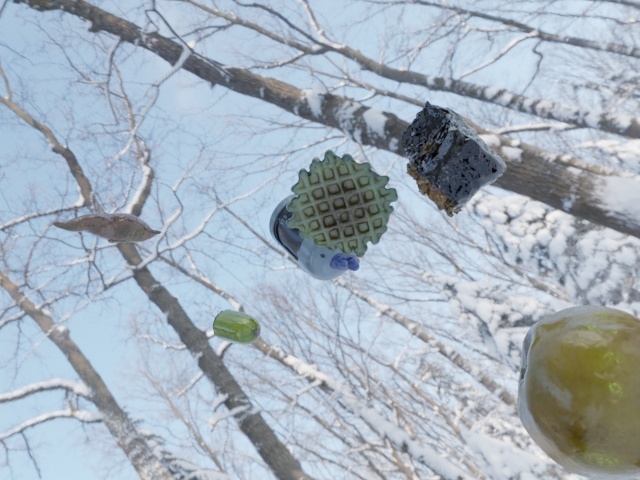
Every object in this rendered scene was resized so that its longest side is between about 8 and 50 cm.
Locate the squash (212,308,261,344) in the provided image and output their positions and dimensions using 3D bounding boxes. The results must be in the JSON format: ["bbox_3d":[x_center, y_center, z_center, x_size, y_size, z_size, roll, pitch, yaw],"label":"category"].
[{"bbox_3d":[-0.283,0.309,1.815,0.123,0.187,0.122,-2,-87,-51],"label":"squash"}]

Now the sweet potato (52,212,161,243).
[{"bbox_3d":[-0.448,-0.028,1.073,0.226,0.068,0.068,6,-68,-47],"label":"sweet potato"}]

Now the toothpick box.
[{"bbox_3d":[0.000,0.000,1.897,0.263,0.355,0.262,-22,-47,-25],"label":"toothpick box"}]

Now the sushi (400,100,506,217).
[{"bbox_3d":[0.315,-0.229,1.348,0.234,0.348,0.207,34,-70,-17],"label":"sushi"}]

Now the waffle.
[{"bbox_3d":[0.062,-0.105,1.504,0.056,0.309,0.291,-71,6,-73],"label":"waffle"}]

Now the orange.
[{"bbox_3d":[0.442,0.241,0.834,0.279,0.235,0.278,6,-90,-83],"label":"orange"}]
